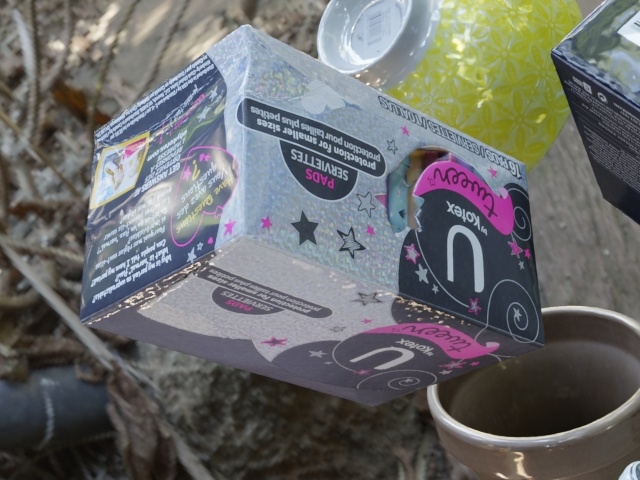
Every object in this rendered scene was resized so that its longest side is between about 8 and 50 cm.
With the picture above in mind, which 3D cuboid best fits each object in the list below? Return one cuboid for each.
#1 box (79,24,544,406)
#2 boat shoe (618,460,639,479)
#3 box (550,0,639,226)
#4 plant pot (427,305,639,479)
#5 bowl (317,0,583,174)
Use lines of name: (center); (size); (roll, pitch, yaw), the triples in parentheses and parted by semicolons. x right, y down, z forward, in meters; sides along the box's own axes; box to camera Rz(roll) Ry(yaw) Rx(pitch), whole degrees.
box: (0.000, 0.000, 0.755); (0.163, 0.247, 0.142); (-26, 55, 41)
boat shoe: (0.353, 0.226, 0.972); (0.219, 0.070, 0.078); (25, 33, 14)
box: (0.280, -0.104, 0.894); (0.153, 0.207, 0.108); (-42, 52, -5)
plant pot: (0.277, 0.236, 1.369); (0.263, 0.229, 0.263); (-16, 25, 8)
bowl: (0.090, -0.178, 1.153); (0.289, 0.156, 0.289); (-21, 56, 35)
